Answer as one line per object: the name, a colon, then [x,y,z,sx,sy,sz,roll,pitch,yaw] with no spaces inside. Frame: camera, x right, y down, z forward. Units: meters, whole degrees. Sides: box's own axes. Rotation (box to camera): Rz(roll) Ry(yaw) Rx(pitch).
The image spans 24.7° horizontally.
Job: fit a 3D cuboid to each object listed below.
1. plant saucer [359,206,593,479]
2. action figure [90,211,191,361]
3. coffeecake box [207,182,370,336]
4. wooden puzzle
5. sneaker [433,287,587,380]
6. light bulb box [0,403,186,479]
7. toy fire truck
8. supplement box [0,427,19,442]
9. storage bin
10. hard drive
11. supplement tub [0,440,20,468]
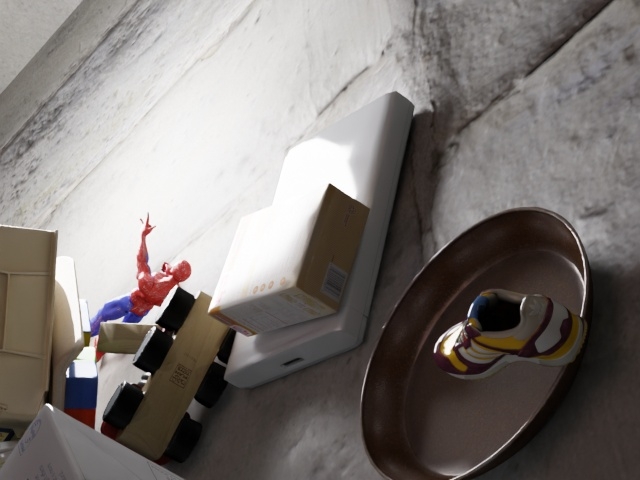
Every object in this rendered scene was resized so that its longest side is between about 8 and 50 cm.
plant saucer: [0.160,0.111,1.448,0.310,0.050,0.311,-40,32,32]
action figure: [-0.275,0.066,2.168,0.280,0.091,0.139,-30,46,42]
coffeecake box: [-0.040,0.026,1.745,0.185,0.068,0.142,-19,46,51]
wooden puzzle: [-0.356,0.237,2.044,0.322,0.080,0.348,-119,37,-64]
sneaker: [0.155,0.079,1.345,0.185,0.084,0.070,-18,46,51]
light bulb box: [-0.198,0.415,1.374,0.361,0.358,0.225,-54,25,2]
toy fire truck: [-0.227,0.176,1.940,0.217,0.158,0.246,-63,11,-18]
supplement box: [-0.426,0.299,1.896,0.056,0.083,0.083,1,37,28]
storage bin: [-0.438,0.134,1.995,0.262,0.123,0.260,133,140,-66]
hard drive: [0.000,0.000,1.835,0.233,0.047,0.353,-26,40,46]
supplement tub: [-0.324,0.384,1.725,0.235,0.235,0.325,-59,32,-4]
